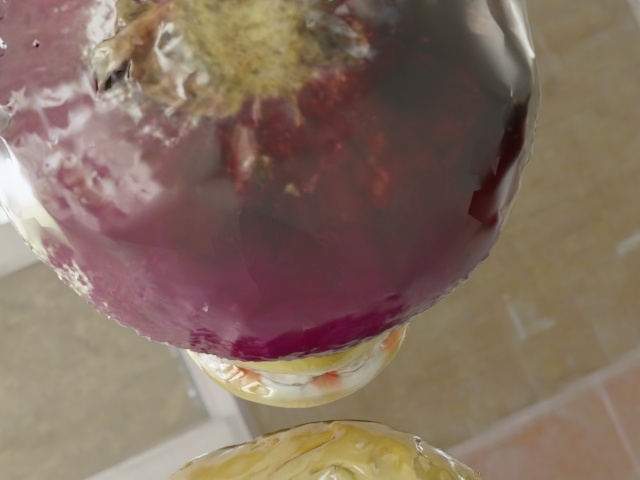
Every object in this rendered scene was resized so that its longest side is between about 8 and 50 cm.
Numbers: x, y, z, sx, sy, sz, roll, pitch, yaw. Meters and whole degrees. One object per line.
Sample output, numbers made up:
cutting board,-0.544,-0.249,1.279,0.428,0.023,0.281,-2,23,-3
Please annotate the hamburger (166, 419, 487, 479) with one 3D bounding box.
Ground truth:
hamburger,0.027,0.244,1.138,0.319,0.319,0.158,-27,30,52

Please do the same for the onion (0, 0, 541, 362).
onion,-0.043,-0.098,1.052,0.348,0.347,0.385,-24,-1,-5

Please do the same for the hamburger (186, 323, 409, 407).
hamburger,-0.044,0.024,1.761,0.261,0.302,0.186,-37,-17,-22
